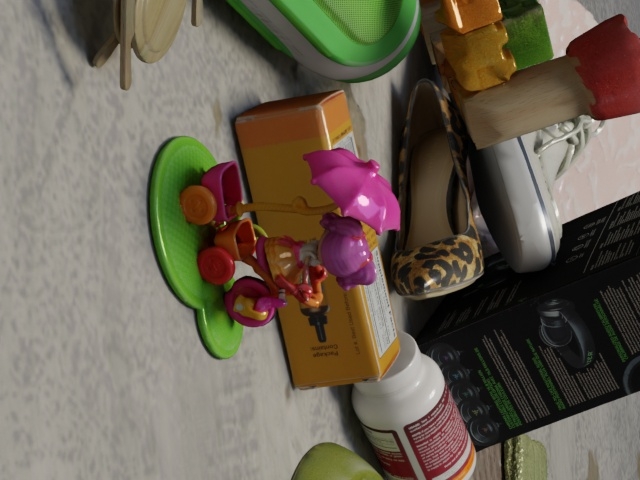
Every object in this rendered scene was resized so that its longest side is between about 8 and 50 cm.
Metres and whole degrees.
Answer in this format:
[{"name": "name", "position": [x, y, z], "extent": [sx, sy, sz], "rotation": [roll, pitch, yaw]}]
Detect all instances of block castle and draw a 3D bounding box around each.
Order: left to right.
[{"name": "block castle", "position": [0.168, -0.304, 1.521], "extent": [0.453, 0.213, 0.303], "rotation": [-103, 174, -65]}]

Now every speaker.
[{"name": "speaker", "position": [-0.021, -0.231, 1.335], "extent": [0.296, 0.131, 0.131], "rotation": [38, 48, -60]}]

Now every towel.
[{"name": "towel", "position": [0.234, 0.294, 1.911], "extent": [0.110, 0.027, 0.148], "rotation": [35, 52, -60]}, {"name": "towel", "position": [0.285, -0.103, 1.965], "extent": [0.332, 0.053, 0.316], "rotation": [30, 72, -47]}]

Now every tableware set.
[{"name": "tableware set", "position": [-0.117, -0.211, 1.111], "extent": [0.128, 0.039, 0.194], "rotation": [-53, 152, -55]}]

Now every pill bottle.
[{"name": "pill bottle", "position": [0.079, 0.155, 1.499], "extent": [0.086, 0.086, 0.152], "rotation": [-73, 148, -46]}]

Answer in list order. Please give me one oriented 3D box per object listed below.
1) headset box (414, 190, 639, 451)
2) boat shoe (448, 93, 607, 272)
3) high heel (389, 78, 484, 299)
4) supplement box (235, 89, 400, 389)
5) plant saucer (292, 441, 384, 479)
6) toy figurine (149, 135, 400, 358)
[{"name": "headset box", "position": [0.248, 0.077, 1.702], "extent": [0.131, 0.283, 0.246], "rotation": [61, 25, -9]}, {"name": "boat shoe", "position": [0.226, -0.126, 1.732], "extent": [0.135, 0.157, 0.367], "rotation": [84, -5, -48]}, {"name": "high heel", "position": [0.098, -0.050, 1.615], "extent": [0.261, 0.093, 0.186], "rotation": [-48, 125, -71]}, {"name": "supplement box", "position": [0.000, 0.000, 1.372], "extent": [0.080, 0.078, 0.233], "rotation": [-39, 119, -68]}, {"name": "plant saucer", "position": [0.031, 0.287, 1.404], "extent": [0.241, 0.037, 0.240], "rotation": [-8, 90, -69]}, {"name": "toy figurine", "position": [-0.018, -0.002, 1.218], "extent": [0.130, 0.159, 0.173], "rotation": [-47, 127, -62]}]
